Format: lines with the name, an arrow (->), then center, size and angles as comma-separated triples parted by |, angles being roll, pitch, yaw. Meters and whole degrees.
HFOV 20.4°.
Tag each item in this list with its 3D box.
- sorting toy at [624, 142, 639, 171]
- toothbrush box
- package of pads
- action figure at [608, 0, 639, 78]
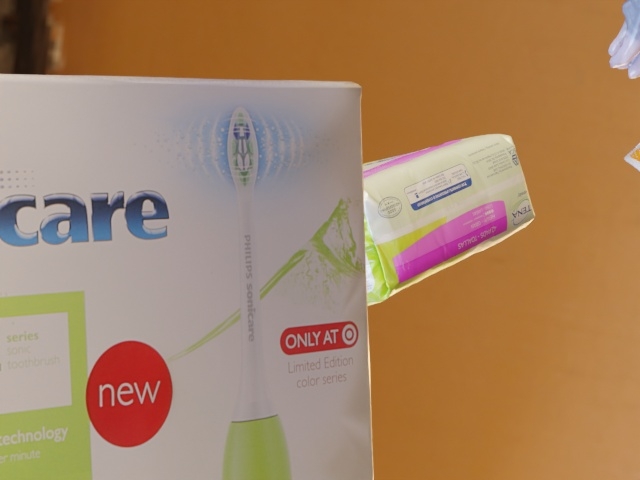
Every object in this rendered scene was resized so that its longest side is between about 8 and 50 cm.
sorting toy -> 0.217, -0.040, 0.939 | 0.075, 0.083, 0.045 | -43, -7, 4
toothbrush box -> -0.095, 0.094, 0.535 | 0.206, 0.122, 0.283 | -2, -90, -42
package of pads -> 0.000, 0.000, 1.528 | 0.229, 0.296, 0.101 | -24, -82, -48
action figure -> 0.169, -0.241, 0.916 | 0.276, 0.370, 0.248 | -50, -12, 14
